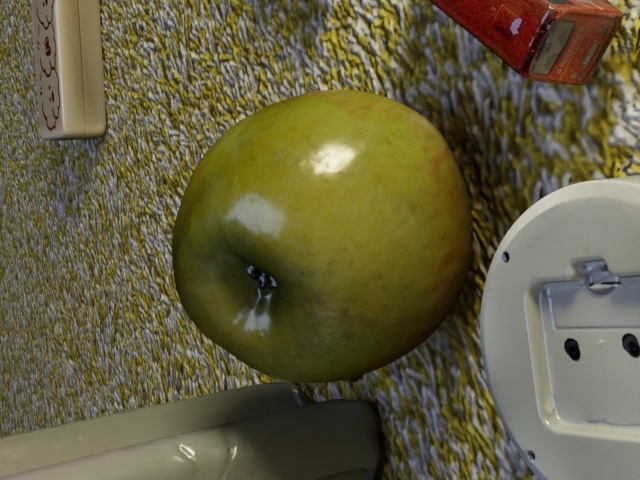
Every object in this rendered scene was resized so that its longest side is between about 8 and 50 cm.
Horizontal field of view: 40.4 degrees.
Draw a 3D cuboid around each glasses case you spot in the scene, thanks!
[{"bbox_3d":[-0.427,-0.338,1.465,0.144,0.076,0.336,4,98,56],"label":"glasses case"}]

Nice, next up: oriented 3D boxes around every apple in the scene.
[{"bbox_3d":[0.000,0.000,0.731,0.261,0.194,0.260,14,123,23],"label":"apple"}]

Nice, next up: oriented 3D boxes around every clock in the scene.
[{"bbox_3d":[0.208,0.071,0.573,0.230,0.083,0.230,7,98,55],"label":"clock"}]

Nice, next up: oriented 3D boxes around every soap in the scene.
[{"bbox_3d":[-0.151,0.341,0.840,0.213,0.435,0.350,-1,96,56],"label":"soap"}]

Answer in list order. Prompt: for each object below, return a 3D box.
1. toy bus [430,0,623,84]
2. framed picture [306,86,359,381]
[{"bbox_3d":[0.120,-0.200,0.652,0.235,0.096,0.073,52,132,37],"label":"toy bus"},{"bbox_3d":[0.009,-0.007,0.908,0.189,0.023,0.260,42,128,46],"label":"framed picture"}]
